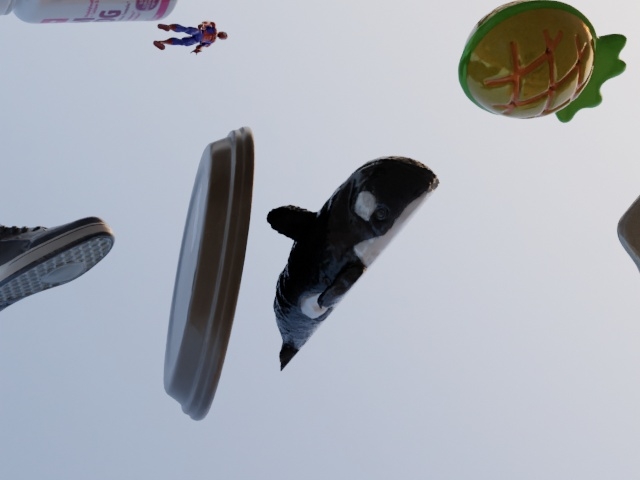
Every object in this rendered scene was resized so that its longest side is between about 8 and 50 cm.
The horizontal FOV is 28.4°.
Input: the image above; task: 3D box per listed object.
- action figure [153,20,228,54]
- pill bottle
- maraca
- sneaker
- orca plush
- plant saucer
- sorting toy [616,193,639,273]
[{"bbox_3d":[-0.152,-0.247,1.531,0.030,0.038,0.115,25,-157,29],"label":"action figure"},{"bbox_3d":[-0.350,-0.384,1.762,0.283,0.160,0.160,-7,-128,-30],"label":"pill bottle"},{"bbox_3d":[0.212,-0.166,1.195,0.186,0.127,0.099,10,-140,-33],"label":"maraca"},{"bbox_3d":[-0.327,-0.019,1.289,0.086,0.226,0.163,31,-142,-66],"label":"sneaker"},{"bbox_3d":[0.000,0.000,1.155,0.102,0.287,0.151,41,-119,3],"label":"orca plush"},{"bbox_3d":[-0.107,0.028,1.176,0.041,0.278,0.278,10,-136,-10],"label":"plant saucer"},{"bbox_3d":[0.286,0.011,0.810,0.193,0.208,0.038,-46,-149,-22],"label":"sorting toy"}]
